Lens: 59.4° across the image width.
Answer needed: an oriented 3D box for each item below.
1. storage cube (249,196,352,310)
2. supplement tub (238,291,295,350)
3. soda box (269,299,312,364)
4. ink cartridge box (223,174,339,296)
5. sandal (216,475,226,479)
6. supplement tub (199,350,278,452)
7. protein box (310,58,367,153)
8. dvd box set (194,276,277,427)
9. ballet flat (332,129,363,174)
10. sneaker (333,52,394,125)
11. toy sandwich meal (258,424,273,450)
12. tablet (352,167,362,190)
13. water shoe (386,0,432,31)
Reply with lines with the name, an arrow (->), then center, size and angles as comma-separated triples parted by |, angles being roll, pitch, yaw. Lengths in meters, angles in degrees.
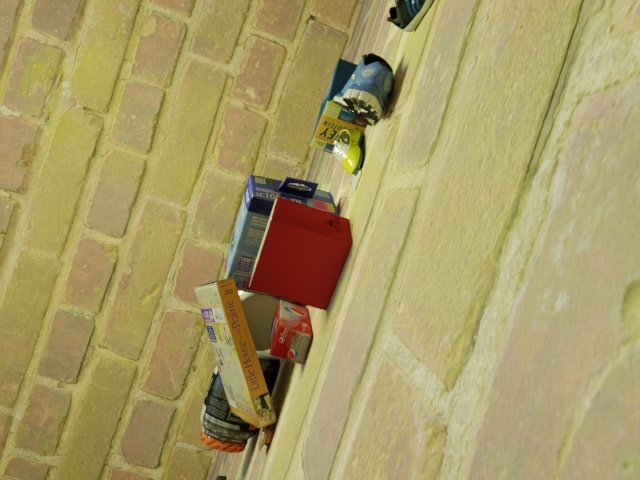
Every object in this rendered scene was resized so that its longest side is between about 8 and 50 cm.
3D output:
storage cube -> -0.048, 0.025, 1.364 | 0.183, 0.193, 0.214 | -91, 18, -70
supplement tub -> -0.196, 0.220, 1.905 | 0.316, 0.229, 0.228 | -98, 26, -76
soda box -> -0.082, 0.240, 1.509 | 0.263, 0.092, 0.083 | -119, 48, -81
ink cartridge box -> -0.118, -0.027, 1.688 | 0.151, 0.270, 0.395 | -107, 33, -57
sandal -> -0.240, 0.802, 1.403 | 0.167, 0.107, 0.445 | -151, 66, -82
supplement tub -> -0.286, 0.533, 1.929 | 0.207, 0.207, 0.337 | 172, 116, -83
protein box -> 0.074, -0.400, 1.721 | 0.201, 0.136, 0.199 | 117, 168, -55
dvd box set -> -0.261, 0.324, 1.666 | 0.308, 0.062, 0.420 | -19, 88, 65
ballet flat -> 0.073, -0.252, 1.564 | 0.231, 0.077, 0.077 | -80, 15, -58
sneaker -> 0.127, -0.386, 1.433 | 0.147, 0.130, 0.330 | -57, 11, 5
toy sandwich meal -> -0.151, 0.547, 1.564 | 0.085, 0.029, 0.085 | -167, 90, -87
tablet -> 0.096, -0.165, 1.489 | 0.083, 0.006, 0.054 | -93, 21, -73
water shoe -> 0.205, -0.544, 1.256 | 0.203, 0.080, 0.072 | 124, 162, -68
